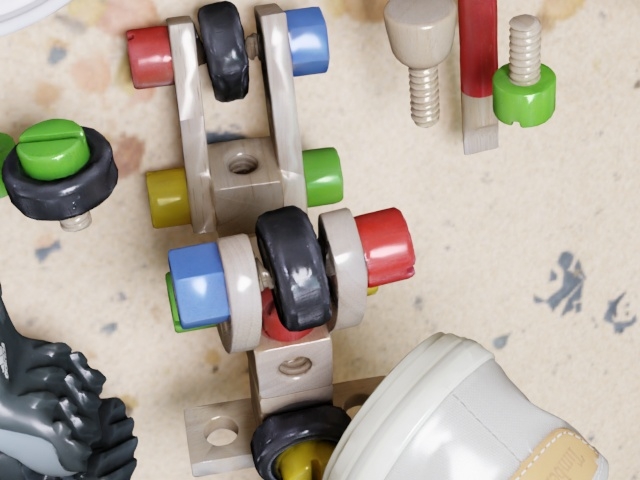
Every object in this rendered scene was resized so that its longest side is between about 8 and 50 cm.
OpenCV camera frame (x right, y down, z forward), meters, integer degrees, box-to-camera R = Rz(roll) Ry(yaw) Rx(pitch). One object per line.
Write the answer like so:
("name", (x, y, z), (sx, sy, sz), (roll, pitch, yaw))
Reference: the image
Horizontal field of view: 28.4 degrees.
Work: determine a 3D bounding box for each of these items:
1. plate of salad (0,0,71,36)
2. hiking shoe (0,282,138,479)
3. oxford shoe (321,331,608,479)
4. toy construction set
("plate of salad", (-0.175, -0.176, 0.626), (0.199, 0.048, 0.200), (-25, 150, -16))
("hiking shoe", (-0.229, 0.054, 0.674), (0.132, 0.113, 0.304), (-29, 108, 12))
("oxford shoe", (0.076, 0.218, 0.768), (0.169, 0.130, 0.449), (-46, 158, -27))
("toy construction set", (0.000, 0.000, 0.733), (0.308, 0.257, 0.237), (-31, 136, -23))
